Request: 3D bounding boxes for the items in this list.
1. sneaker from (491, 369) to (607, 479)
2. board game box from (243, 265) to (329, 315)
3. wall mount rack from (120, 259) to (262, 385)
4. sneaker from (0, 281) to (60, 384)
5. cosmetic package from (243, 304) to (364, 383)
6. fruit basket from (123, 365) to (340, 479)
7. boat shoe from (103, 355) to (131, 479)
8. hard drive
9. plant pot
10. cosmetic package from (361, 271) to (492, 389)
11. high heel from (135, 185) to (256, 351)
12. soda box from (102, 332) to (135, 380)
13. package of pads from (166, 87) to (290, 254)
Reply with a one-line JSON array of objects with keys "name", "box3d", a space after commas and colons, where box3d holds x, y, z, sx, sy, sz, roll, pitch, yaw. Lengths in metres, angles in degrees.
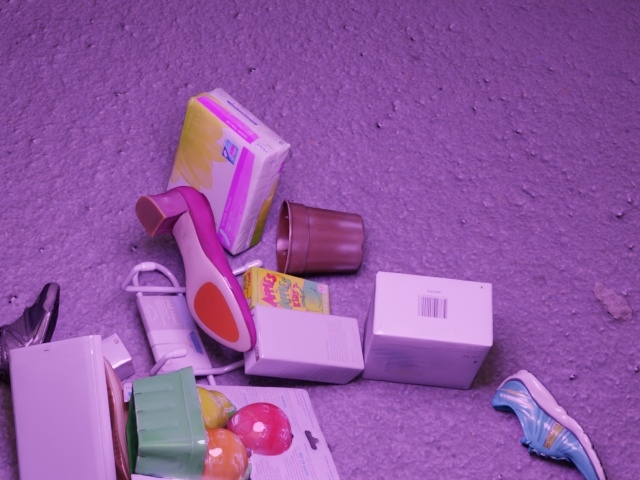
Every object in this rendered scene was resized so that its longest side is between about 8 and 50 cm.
[{"name": "sneaker", "box3d": [0.448, 0.381, 1.892, 0.110, 0.107, 0.275, -40, 63, -4]}, {"name": "board game box", "box3d": [-0.069, 0.120, 1.979, 0.181, 0.043, 0.092, 16, 54, -28]}, {"name": "wall mount rack", "box3d": [-0.229, 0.158, 1.949, 0.304, 0.130, 0.350, 2, 53, -42]}, {"name": "sneaker", "box3d": [-0.597, 0.174, 1.923, 0.130, 0.087, 0.228, 14, 62, -1]}, {"name": "cosmetic package", "box3d": [-0.035, 0.206, 1.901, 0.231, 0.085, 0.117, 10, 54, -26]}, {"name": "fruit basket", "box3d": [-0.159, 0.354, 1.682, 0.352, 0.166, 0.327, 11, 24, -20]}, {"name": "boat shoe", "box3d": [-0.375, 0.374, 1.783, 0.121, 0.110, 0.341, -23, 74, 23]}, {"name": "hard drive", "box3d": [-0.464, 0.336, 1.741, 0.203, 0.040, 0.308, -12, 81, 27]}, {"name": "plant pot", "box3d": [0.000, 0.000, 2.042, 0.165, 0.167, 0.167, 2, 58, -11]}, {"name": "cosmetic package", "box3d": [0.204, 0.182, 1.902, 0.224, 0.225, 0.138, 6, 61, -1]}, {"name": "high heel", "box3d": [-0.198, 0.044, 1.900, 0.181, 0.127, 0.377, -14, 67, -54]}, {"name": "soda box", "box3d": [-0.472, 0.270, 1.882, 0.216, 0.074, 0.069, -29, 65, -20]}, {"name": "package of pads", "box3d": [-0.202, -0.144, 2.027, 0.229, 0.297, 0.101, 40, 45, 20]}]
